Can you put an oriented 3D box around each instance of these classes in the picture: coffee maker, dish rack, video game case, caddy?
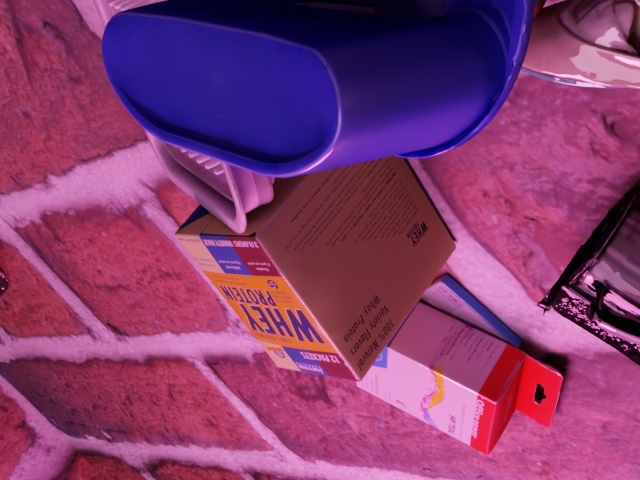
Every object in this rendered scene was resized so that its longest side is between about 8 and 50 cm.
[{"bbox_3d":[0.308,0.060,0.998,0.178,0.120,0.171,36,174,7],"label":"coffee maker"},{"bbox_3d":[-0.139,-0.189,1.046,0.285,0.072,0.333,33,145,59],"label":"dish rack"},{"bbox_3d":[0.151,0.105,1.320,0.119,0.015,0.166,41,151,-6],"label":"video game case"},{"bbox_3d":[-0.011,-0.179,0.759,0.341,0.179,0.241,21,120,46],"label":"caddy"}]

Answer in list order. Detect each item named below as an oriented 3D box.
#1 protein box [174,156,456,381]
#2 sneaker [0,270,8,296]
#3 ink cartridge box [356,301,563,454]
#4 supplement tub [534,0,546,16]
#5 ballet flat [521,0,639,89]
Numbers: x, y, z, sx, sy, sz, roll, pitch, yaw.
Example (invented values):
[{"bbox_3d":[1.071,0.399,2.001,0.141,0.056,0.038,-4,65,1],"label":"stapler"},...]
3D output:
[{"bbox_3d":[0.000,0.000,1.148,0.136,0.200,0.201,3,136,48],"label":"protein box"},{"bbox_3d":[-0.685,0.040,2.095,0.147,0.130,0.330,46,150,16],"label":"sneaker"},{"bbox_3d":[0.157,0.163,1.297,0.231,0.078,0.134,25,149,21],"label":"ink cartridge box"},{"bbox_3d":[0.123,-0.245,0.759,0.106,0.106,0.198,29,149,17],"label":"supplement tub"},{"bbox_3d":[0.247,-0.145,0.792,0.248,0.086,0.086,18,146,21],"label":"ballet flat"}]
